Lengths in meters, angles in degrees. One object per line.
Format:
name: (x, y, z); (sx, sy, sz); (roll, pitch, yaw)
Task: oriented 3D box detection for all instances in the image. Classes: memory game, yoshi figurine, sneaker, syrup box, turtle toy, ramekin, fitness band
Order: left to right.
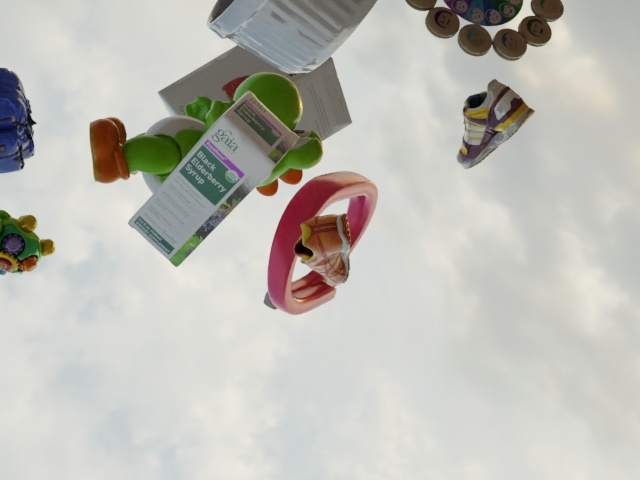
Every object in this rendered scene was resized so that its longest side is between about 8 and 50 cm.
turtle toy: (-0.438, 0.002, 1.413); (0.066, 0.095, 0.130); (-77, -29, -42)
yoshi figurine: (-0.177, -0.183, 1.614); (0.362, 0.203, 0.203); (-3, -122, -4)
syrup box: (-0.144, -0.080, 1.352); (0.093, 0.237, 0.096); (43, -146, -6)
ramekin: (-0.012, -0.265, 1.027); (0.109, 0.207, 0.207); (37, -137, -18)
fitness band: (0.000, 0.000, 1.489); (0.054, 0.209, 0.291); (25, -163, 19)
sneaker: (0.003, 0.009, 1.217); (0.067, 0.175, 0.064); (-6, -113, 1)
memory game: (0.171, -0.271, 1.072); (0.186, 0.012, 0.186); (5, -114, -12)
sneaker: (0.237, -0.173, 1.484); (0.084, 0.185, 0.069); (47, -119, 0)

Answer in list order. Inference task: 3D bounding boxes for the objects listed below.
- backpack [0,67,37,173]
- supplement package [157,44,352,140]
backpack: (-0.392, -0.144, 1.221); (0.098, 0.120, 0.101); (-13, -123, -17)
supplement package: (-0.120, -0.250, 1.908); (0.177, 0.293, 0.175); (50, 169, 39)
